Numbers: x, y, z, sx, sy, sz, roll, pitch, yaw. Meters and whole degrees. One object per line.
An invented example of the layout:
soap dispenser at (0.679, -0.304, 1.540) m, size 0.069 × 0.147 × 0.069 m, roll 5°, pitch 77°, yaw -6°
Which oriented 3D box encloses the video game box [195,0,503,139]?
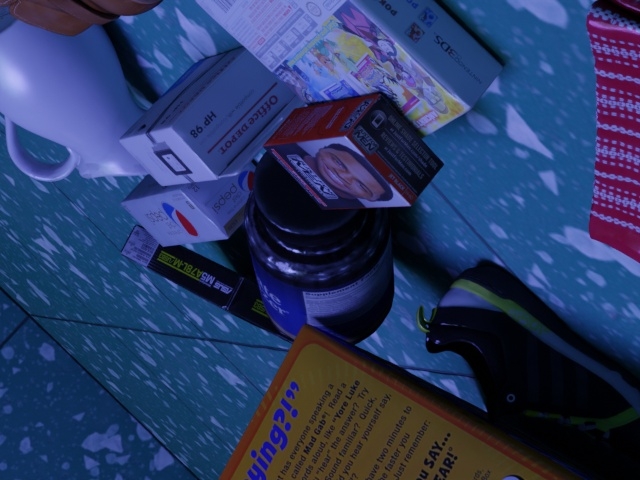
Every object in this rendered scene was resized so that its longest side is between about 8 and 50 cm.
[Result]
video game box at (0.013, -0.145, 1.135) m, size 0.187 × 0.048 × 0.205 m, roll 45°, pitch 163°, yaw -6°

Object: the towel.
towel at (0.235, -0.022, 0.951) m, size 0.199 × 0.031 × 0.275 m, roll 36°, pitch 165°, yaw 23°

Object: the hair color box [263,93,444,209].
hair color box at (0.021, -0.061, 1.174) m, size 0.072 × 0.043 × 0.141 m, roll 46°, pitch 162°, yaw -18°

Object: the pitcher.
pitcher at (-0.262, -0.140, 1.564) m, size 0.177 × 0.125 × 0.207 m, roll -18°, pitch 134°, yaw 26°

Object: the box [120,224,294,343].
box at (-0.095, 0.057, 1.782) m, size 0.190 × 0.045 × 0.184 m, roll 25°, pitch 174°, yaw 42°

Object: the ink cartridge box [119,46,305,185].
ink cartridge box at (-0.088, -0.104, 1.359) m, size 0.060 × 0.104 × 0.180 m, roll 48°, pitch 162°, yaw -16°

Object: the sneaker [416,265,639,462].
sneaker at (0.178, 0.122, 1.345) m, size 0.234 × 0.097 × 0.084 m, roll 40°, pitch 163°, yaw 7°

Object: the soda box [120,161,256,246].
soda box at (-0.126, -0.045, 1.637) m, size 0.069 × 0.074 × 0.216 m, roll 46°, pitch 163°, yaw -14°

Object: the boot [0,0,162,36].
boot at (-0.232, -0.269, 1.232) m, size 0.283 × 0.109 × 0.220 m, roll 34°, pitch 155°, yaw -24°

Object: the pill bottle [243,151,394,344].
pill bottle at (0.000, 0.000, 1.391) m, size 0.123 × 0.123 × 0.219 m, roll 35°, pitch 162°, yaw 19°

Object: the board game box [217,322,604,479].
board game box at (0.115, 0.340, 1.413) m, size 0.356 × 0.357 × 0.356 m, roll 28°, pitch 179°, yaw 37°
